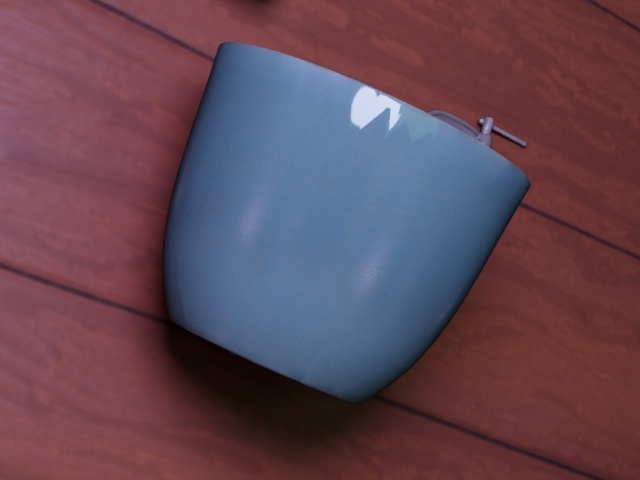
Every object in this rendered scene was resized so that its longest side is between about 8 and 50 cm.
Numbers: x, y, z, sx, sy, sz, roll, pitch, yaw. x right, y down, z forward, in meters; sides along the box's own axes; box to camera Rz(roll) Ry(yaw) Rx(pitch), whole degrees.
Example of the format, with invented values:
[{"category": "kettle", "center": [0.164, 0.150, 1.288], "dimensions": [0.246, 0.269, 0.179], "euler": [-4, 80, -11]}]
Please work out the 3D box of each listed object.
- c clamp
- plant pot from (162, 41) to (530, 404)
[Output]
[{"category": "c clamp", "center": [0.142, -0.063, 1.462], "dimensions": [0.137, 0.022, 0.161], "euler": [29, 71, -26]}, {"category": "plant pot", "center": [0.000, 0.000, 1.227], "dimensions": [0.293, 0.293, 0.235], "euler": [25, 87, -27]}]
